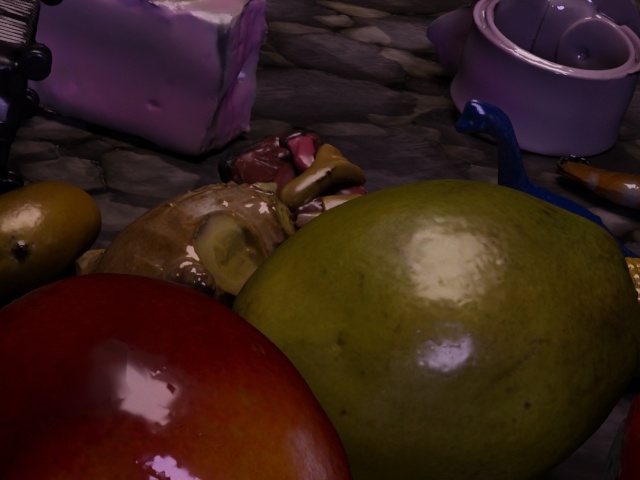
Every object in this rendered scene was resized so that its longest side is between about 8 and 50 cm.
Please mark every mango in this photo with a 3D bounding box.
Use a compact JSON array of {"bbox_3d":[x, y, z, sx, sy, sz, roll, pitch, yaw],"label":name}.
[{"bbox_3d":[-0.218,-0.002,1.189,0.103,0.076,0.161,-31,-1,16],"label":"mango"}]

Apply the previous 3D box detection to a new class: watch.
[{"bbox_3d":[0.228,-0.208,1.692,0.248,0.211,0.217,21,34,7],"label":"watch"}]

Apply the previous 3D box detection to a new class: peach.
[{"bbox_3d":[-0.093,0.120,0.821,0.243,0.199,0.243,15,16,-4],"label":"peach"}]

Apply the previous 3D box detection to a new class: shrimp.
[{"bbox_3d":[0.326,-0.063,1.572,0.166,0.049,0.161,13,25,28],"label":"shrimp"}]

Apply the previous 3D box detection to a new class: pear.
[{"bbox_3d":[0.070,0.065,0.986,0.269,0.212,0.212,-10,27,-7],"label":"pear"}]

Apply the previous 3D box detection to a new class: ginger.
[{"bbox_3d":[-0.096,0.019,1.135,0.216,0.102,0.157,-40,15,-37],"label":"ginger"}]

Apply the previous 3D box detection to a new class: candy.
[{"bbox_3d":[-0.192,-0.191,1.529,0.265,0.155,0.116,18,22,19],"label":"candy"}]

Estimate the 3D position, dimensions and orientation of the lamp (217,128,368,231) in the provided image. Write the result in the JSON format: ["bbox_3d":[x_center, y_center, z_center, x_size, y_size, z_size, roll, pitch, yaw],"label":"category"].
[{"bbox_3d":[0.000,0.000,1.227,0.118,0.118,0.253,-2,29,-23],"label":"lamp"}]

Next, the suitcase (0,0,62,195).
[{"bbox_3d":[-0.405,-0.168,1.366,0.335,0.152,0.229,12,24,-12],"label":"suitcase"}]

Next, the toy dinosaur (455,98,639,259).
[{"bbox_3d":[0.203,-0.028,1.268,0.248,0.188,0.075,1,33,-20],"label":"toy dinosaur"}]

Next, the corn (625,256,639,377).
[{"bbox_3d":[0.233,0.059,1.200,0.244,0.093,0.093,-3,27,-27],"label":"corn"}]

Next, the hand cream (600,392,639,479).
[{"bbox_3d":[0.267,0.176,0.885,0.230,0.149,0.230,9,26,-5],"label":"hand cream"}]
